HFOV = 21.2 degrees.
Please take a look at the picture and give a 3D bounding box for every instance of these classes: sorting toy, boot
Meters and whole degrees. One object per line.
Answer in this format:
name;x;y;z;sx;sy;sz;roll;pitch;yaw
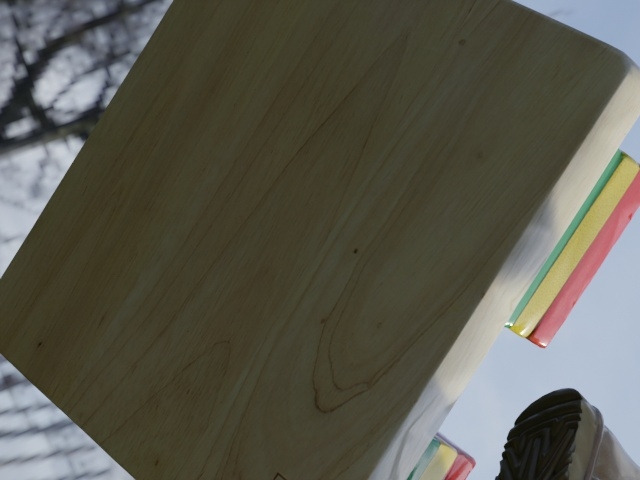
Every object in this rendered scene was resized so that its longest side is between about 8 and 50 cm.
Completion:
sorting toy;0.000;0.000;0.778;0.255;0.257;0.089;34;3;42
boot;0.208;0.249;1.044;0.269;0.236;0.089;44;-41;-18
